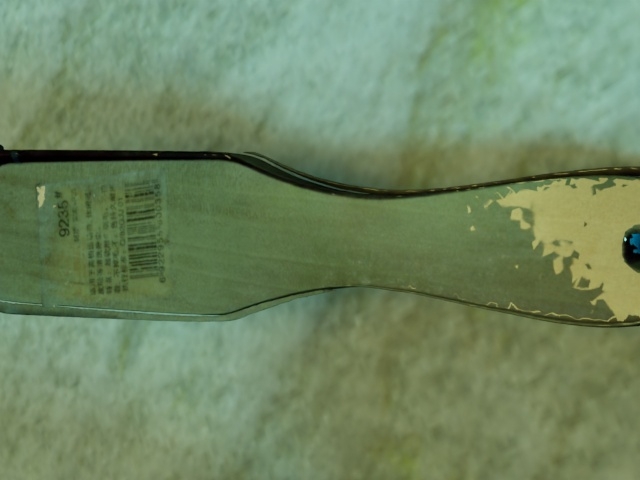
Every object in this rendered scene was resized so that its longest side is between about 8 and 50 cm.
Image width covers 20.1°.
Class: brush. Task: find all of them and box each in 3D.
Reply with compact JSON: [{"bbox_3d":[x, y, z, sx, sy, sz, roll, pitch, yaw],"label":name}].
[{"bbox_3d":[0.000,0.000,0.683,0.327,0.065,0.070,2,88,36],"label":"brush"}]
